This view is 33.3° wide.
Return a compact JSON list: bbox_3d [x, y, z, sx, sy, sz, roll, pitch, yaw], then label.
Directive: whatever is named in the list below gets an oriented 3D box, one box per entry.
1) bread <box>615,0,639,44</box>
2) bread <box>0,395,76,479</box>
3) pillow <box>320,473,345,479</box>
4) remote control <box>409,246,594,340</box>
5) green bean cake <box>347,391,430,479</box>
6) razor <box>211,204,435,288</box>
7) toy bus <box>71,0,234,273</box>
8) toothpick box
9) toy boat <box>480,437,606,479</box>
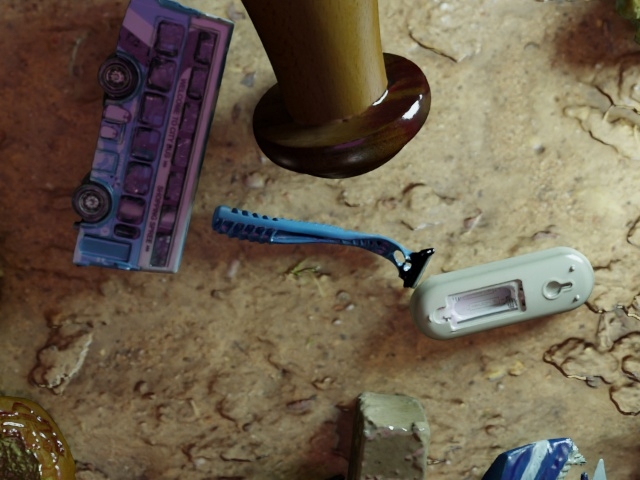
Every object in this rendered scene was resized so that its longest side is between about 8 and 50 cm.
[{"bbox_3d":[0.376,-0.274,1.155,0.110,0.103,0.156,2,99,9],"label":"bread"},{"bbox_3d":[-0.352,0.243,1.239,0.086,0.125,0.156,-35,102,15],"label":"bread"},{"bbox_3d":[-0.067,0.378,1.259,0.052,0.208,0.212,33,102,28],"label":"pillow"},{"bbox_3d":[0.214,0.064,1.256,0.222,0.042,0.078,-13,107,-1],"label":"remote control"},{"bbox_3d":[0.077,0.280,1.274,0.085,0.109,0.179,5,105,-4],"label":"green bean cake"},{"bbox_3d":[0.000,0.000,1.234,0.253,0.042,0.082,11,145,-4],"label":"razor"},{"bbox_3d":[-0.187,-0.114,1.163,0.131,0.106,0.297,12,102,-10],"label":"toy bus"},{"bbox_3d":[0.003,-0.205,1.074,0.192,0.192,0.294,-15,125,1],"label":"toothpick box"},{"bbox_3d":[0.317,0.342,1.327,0.292,0.070,0.210,-1,106,-9],"label":"toy boat"}]
